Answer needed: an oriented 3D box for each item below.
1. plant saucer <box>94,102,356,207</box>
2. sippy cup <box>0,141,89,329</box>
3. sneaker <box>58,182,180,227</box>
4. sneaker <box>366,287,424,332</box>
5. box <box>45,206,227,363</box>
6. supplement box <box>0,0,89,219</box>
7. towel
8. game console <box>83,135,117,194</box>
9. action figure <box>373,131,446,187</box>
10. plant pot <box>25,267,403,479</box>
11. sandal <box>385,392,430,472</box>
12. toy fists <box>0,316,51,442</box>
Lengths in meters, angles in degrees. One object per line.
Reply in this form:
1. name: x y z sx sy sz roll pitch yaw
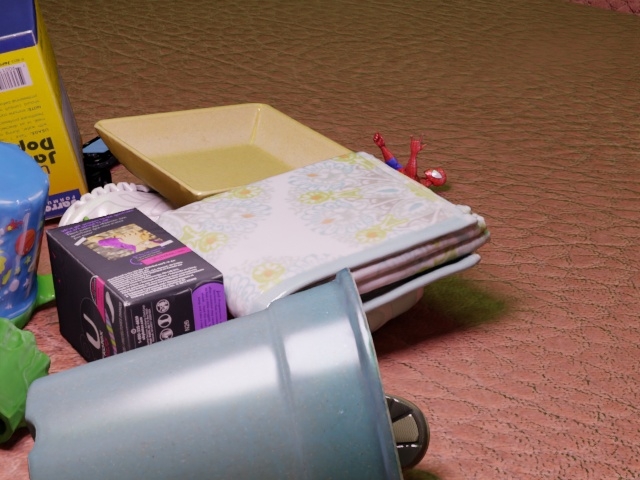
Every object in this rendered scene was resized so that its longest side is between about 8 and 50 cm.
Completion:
1. plant saucer: -0.141 -0.118 2.218 0.333 0.081 0.333 -10 28 -35
2. sippy cup: -0.484 -0.016 1.955 0.240 0.224 0.305 37 33 21
3. sneaker: -0.272 -0.030 2.219 0.292 0.110 0.118 -15 36 -27
4. sneaker: 0.001 0.063 1.998 0.256 0.094 0.151 14 32 34
5. box: -0.246 0.085 1.873 0.143 0.165 0.270 -16 28 -27
6. supplement box: -0.512 -0.218 2.262 0.195 0.356 0.194 -14 41 -3
7. towel: 0.000 0.000 1.936 0.374 0.090 0.320 -19 30 -26
8. game console: -0.443 -0.145 2.549 0.213 0.044 0.361 10 26 23
9. action figure: 0.077 -0.130 2.381 0.280 0.139 0.091 -1 25 -6
10. plant pot: -0.100 0.228 1.391 0.334 0.341 0.341 -12 25 -3
11. sandal: -0.008 0.215 1.668 0.303 0.120 0.086 13 0 25
12. toy fists: -0.455 0.131 1.741 0.279 0.096 0.142 37 40 -3
